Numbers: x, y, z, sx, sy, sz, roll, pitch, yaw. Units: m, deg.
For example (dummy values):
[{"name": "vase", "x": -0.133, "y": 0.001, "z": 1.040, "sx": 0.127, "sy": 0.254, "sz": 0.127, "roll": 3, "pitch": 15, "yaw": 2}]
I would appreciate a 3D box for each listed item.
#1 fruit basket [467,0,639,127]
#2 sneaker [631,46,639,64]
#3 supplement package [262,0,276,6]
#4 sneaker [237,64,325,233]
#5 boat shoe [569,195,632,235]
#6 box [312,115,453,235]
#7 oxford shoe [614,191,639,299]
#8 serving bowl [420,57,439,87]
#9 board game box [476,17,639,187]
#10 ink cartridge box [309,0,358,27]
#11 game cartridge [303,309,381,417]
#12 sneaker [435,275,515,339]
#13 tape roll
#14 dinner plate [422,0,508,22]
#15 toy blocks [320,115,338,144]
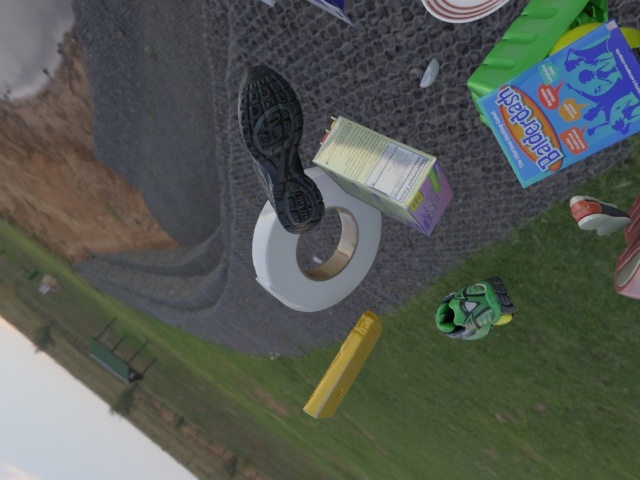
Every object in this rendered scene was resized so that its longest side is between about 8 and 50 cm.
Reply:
[{"name": "fruit basket", "x": 0.585, "y": -0.393, "z": 1.182, "sx": 0.391, "sy": 0.392, "sz": 0.283, "roll": 18, "pitch": 165, "yaw": 37}, {"name": "sneaker", "x": 0.593, "y": -0.272, "z": 0.875, "sx": 0.278, "sy": 0.108, "sz": 0.118, "roll": -8, "pitch": 175, "yaw": -8}, {"name": "supplement package", "x": -0.096, "y": -0.605, "z": 0.867, "sx": 0.175, "sy": 0.293, "sz": 0.177, "roll": 30, "pitch": -174, "yaw": 2}, {"name": "sneaker", "x": -0.083, "y": -0.151, "z": 0.861, "sx": 0.130, "sy": 0.109, "sz": 0.287, "roll": 43, "pitch": 149, "yaw": 57}, {"name": "boat shoe", "x": 0.417, "y": -0.038, "z": 0.753, "sx": 0.136, "sy": 0.043, "sz": 0.049, "roll": 6, "pitch": 145, "yaw": -37}, {"name": "box", "x": 0.143, "y": -0.137, "z": 1.104, "sx": 0.242, "sy": 0.117, "sz": 0.213, "roll": 32, "pitch": 180, "yaw": 28}, {"name": "oxford shoe", "x": 0.604, "y": -0.022, "z": 0.838, "sx": 0.146, "sy": 0.397, "sz": 0.141, "roll": 26, "pitch": 144, "yaw": 18}, {"name": "serving bowl", "x": 0.309, "y": -0.463, "z": 1.407, "sx": 0.027, "sy": 0.083, "sz": 0.083, "roll": 28, "pitch": 158, "yaw": 9}, {"name": "board game box", "x": 0.369, "y": -0.199, "z": 0.761, "sx": 0.210, "sy": 0.047, "sz": 0.160, "roll": -29, "pitch": 89, "yaw": 26}, {"name": "ink cartridge box", "x": -0.051, "y": -0.753, "z": 1.480, "sx": 0.370, "sy": 0.069, "sz": 0.175, "roll": 37, "pitch": -163, "yaw": 13}, {"name": "game cartridge", "x": 0.078, "y": 0.367, "z": 1.482, "sx": 0.052, "sy": 0.324, "sz": 0.285, "roll": 28, "pitch": 168, "yaw": 18}, {"name": "sneaker", "x": 0.338, "y": 0.172, "z": 1.227, "sx": 0.343, "sy": 0.146, "sz": 0.134, "roll": 85, "pitch": 171, "yaw": -70}, {"name": "tape roll", "x": 0.000, "y": 0.000, "z": 1.340, "sx": 0.072, "sy": 0.392, "sz": 0.392, "roll": 27, "pitch": 160, "yaw": 47}, {"name": "dinner plate", "x": 0.167, "y": -0.297, "z": 0.529, "sx": 0.141, "sy": 0.141, "sz": 0.017, "roll": 15, "pitch": -173, "yaw": 41}, {"name": "toy blocks", "x": 0.065, "y": -0.353, "z": 1.810, "sx": 0.123, "sy": 0.148, "sz": 0.054, "roll": 27, "pitch": -163, "yaw": 12}]
